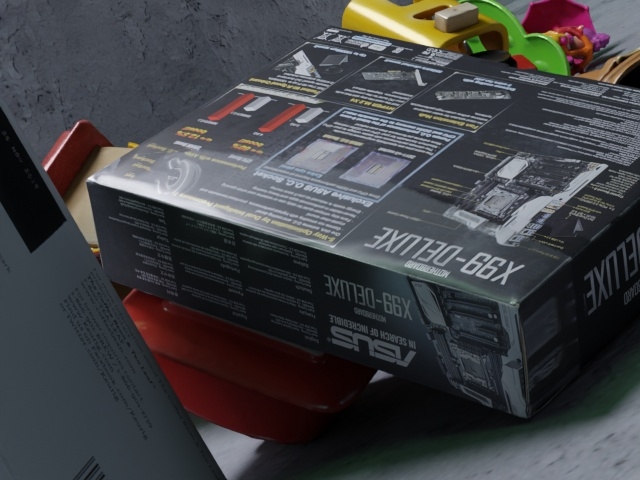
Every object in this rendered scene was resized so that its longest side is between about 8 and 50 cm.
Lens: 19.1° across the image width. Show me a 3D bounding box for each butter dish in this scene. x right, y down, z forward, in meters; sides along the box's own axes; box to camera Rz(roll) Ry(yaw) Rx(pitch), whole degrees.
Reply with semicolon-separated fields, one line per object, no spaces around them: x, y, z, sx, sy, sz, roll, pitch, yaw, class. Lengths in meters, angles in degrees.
-0.032;0.072;1.178;0.160;0.118;0.160;18;37;16;butter dish

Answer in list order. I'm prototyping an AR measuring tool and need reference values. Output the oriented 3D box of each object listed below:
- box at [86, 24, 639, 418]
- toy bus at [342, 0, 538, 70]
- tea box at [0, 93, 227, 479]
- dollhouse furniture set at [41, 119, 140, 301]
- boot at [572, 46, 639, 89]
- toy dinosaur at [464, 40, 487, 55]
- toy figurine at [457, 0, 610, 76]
0.057;-0.026;1.115;0.307;0.076;0.242;16;37;34;box
0.107;-0.144;1.562;0.202;0.104;0.191;2;32;4;toy bus
-0.282;0.104;1.038;0.323;0.329;0.220;-27;9;18;tea box
-0.159;0.099;1.318;0.201;0.152;0.374;7;57;43;dollhouse furniture set
0.187;-0.069;1.257;0.283;0.109;0.220;-14;-1;3;boot
0.096;-0.090;1.676;0.200;0.127;0.296;-12;19;-2;toy dinosaur
0.234;-0.202;1.950;0.159;0.130;0.173;-24;26;-40;toy figurine
